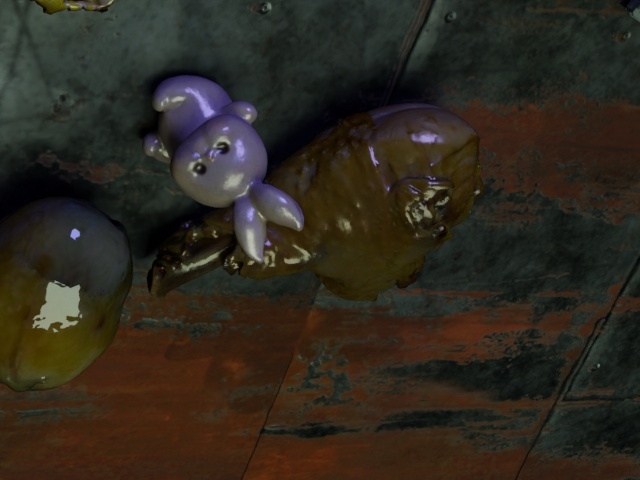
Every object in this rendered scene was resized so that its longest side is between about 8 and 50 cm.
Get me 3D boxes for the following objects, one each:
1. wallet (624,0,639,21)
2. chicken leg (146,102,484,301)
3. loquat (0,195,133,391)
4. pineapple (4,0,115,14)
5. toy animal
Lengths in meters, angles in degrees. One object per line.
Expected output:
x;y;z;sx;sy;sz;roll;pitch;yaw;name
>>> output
0.485;-0.285;1.841;0.231;0.069;0.170;24;131;-37;wallet
0.000;0.000;1.765;0.409;0.182;0.295;-22;151;-6;chicken leg
-0.293;0.054;1.622;0.179;0.179;0.227;7;121;-33;loquat
-0.218;-0.298;1.437;0.221;0.047;0.221;-16;145;-12;pineapple
-0.101;-0.082;1.588;0.124;0.212;0.124;-22;139;-21;toy animal
